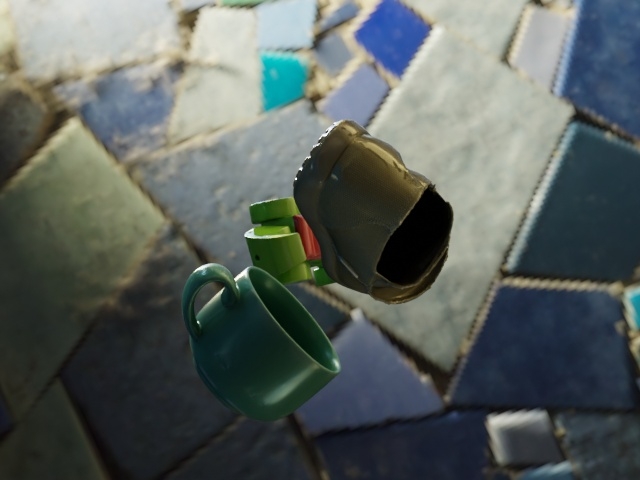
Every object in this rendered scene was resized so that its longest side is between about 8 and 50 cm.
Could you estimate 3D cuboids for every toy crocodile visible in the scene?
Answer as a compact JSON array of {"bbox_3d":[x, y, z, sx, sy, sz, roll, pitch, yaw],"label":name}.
[{"bbox_3d":[0.000,0.000,1.904,0.340,0.105,0.115,-3,-98,-61],"label":"toy crocodile"}]

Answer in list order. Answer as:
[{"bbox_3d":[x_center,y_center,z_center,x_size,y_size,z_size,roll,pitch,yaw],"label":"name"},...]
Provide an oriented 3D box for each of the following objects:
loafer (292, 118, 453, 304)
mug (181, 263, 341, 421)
[{"bbox_3d":[0.055,-0.001,1.116,0.092,0.102,0.268,36,177,24],"label":"loafer"},{"bbox_3d":[-0.068,0.094,1.346,0.158,0.097,0.129,49,-169,1],"label":"mug"}]
